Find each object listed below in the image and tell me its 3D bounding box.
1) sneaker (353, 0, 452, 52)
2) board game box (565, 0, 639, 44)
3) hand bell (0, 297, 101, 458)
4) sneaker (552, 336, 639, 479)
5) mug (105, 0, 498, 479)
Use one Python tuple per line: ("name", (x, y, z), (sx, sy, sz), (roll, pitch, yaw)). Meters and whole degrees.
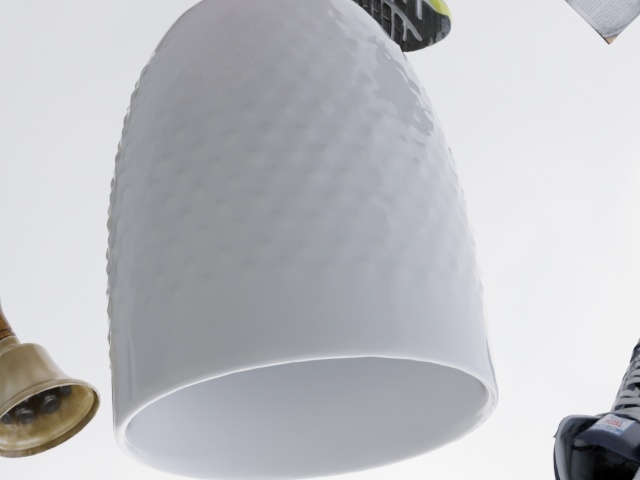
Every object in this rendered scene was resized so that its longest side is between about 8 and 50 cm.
("sneaker", (0.073, -0.253, 1.391), (0.208, 0.094, 0.081), (42, -38, 44))
("board game box", (0.274, -0.304, 1.179), (0.243, 0.165, 0.042), (-45, -147, 15))
("hand bell", (-0.340, 0.100, 1.520), (0.126, 0.126, 0.242), (-44, -122, 18))
("sneaker", (0.295, 0.152, 1.287), (0.099, 0.153, 0.282), (7, -117, 34))
("mug", (0.000, 0.000, 1.108), (0.276, 0.374, 0.328), (-20, -119, 26))
